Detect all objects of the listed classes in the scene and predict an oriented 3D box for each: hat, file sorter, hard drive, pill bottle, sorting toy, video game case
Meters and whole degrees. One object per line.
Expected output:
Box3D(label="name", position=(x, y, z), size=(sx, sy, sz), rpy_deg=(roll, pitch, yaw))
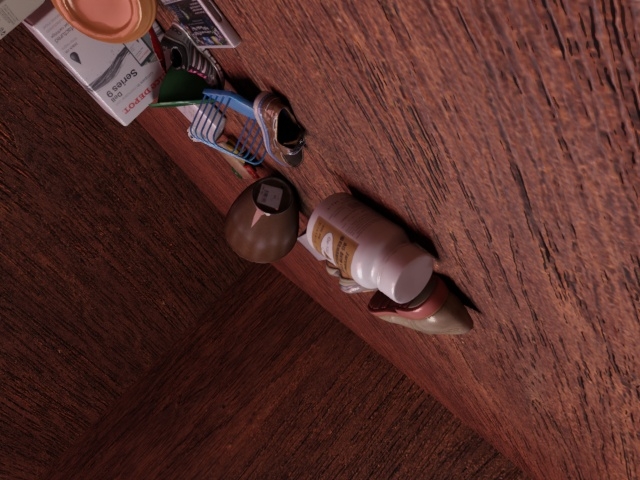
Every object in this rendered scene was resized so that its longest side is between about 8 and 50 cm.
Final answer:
Box3D(label="hat", position=(-0.301, -0.390, 1.272), size=(0.208, 0.173, 0.184), rpy_deg=(-148, 50, -70))
Box3D(label="file sorter", position=(-0.174, -0.225, 1.151), size=(0.118, 0.104, 0.170), rpy_deg=(24, -177, -31))
Box3D(label="hard drive", position=(-0.396, -0.417, 1.553), size=(0.353, 0.047, 0.233), rpy_deg=(45, 171, -8))
Box3D(label="pill bottle", position=(0.091, 0.014, 1.084), size=(0.229, 0.131, 0.131), rpy_deg=(37, 168, 38))
Box3D(label="sorting toy", position=(-0.228, -0.234, 1.630), size=(0.132, 0.046, 0.274), rpy_deg=(48, 171, -18))
Box3D(label="video game case", position=(-0.223, -0.397, 0.972), size=(0.173, 0.022, 0.190), rpy_deg=(51, 168, -32))

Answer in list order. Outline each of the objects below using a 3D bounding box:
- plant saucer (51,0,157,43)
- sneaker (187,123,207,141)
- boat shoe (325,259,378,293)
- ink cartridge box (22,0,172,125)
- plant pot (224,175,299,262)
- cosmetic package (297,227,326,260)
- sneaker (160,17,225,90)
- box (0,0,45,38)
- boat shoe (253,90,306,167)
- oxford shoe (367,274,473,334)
Box3D(label="plant saucer", position=(-0.405, -0.447, 1.076), size=(0.200, 0.200, 0.037), rpy_deg=(54, -151, -45))
Box3D(label="sneaker", position=(-0.382, -0.334, 1.820), size=(0.053, 0.061, 0.152), rpy_deg=(41, 172, 10))
Box3D(label="boat shoe", position=(0.075, 0.025, 1.330), size=(0.324, 0.123, 0.116), rpy_deg=(-137, 37, -75))
Box3D(label="ink cartridge box", position=(-0.457, -0.429, 1.262), size=(0.121, 0.211, 0.289), rpy_deg=(37, 169, 38))
Box3D(label="plant pot", position=(-0.146, -0.075, 1.579), size=(0.215, 0.215, 0.230), rpy_deg=(44, 158, 5))
Box3D(label="cosmetic package", position=(0.000, 0.000, 1.636), size=(0.099, 0.060, 0.239), rpy_deg=(43, 171, -5))
Box3D(label="sneaker", position=(-0.252, -0.349, 1.139), size=(0.063, 0.075, 0.170), rpy_deg=(37, 168, 38))
Box3D(label="box", position=(-0.439, -0.447, 0.890), size=(0.113, 0.275, 0.094), rpy_deg=(47, 171, -8))
Box3D(label="boat shoe", position=(-0.066, -0.188, 1.069), size=(0.066, 0.066, 0.183), rpy_deg=(37, 168, 34))
Box3D(label="oxford shoe", position=(0.201, 0.149, 1.248), size=(0.130, 0.123, 0.348), rpy_deg=(40, 173, -10))
